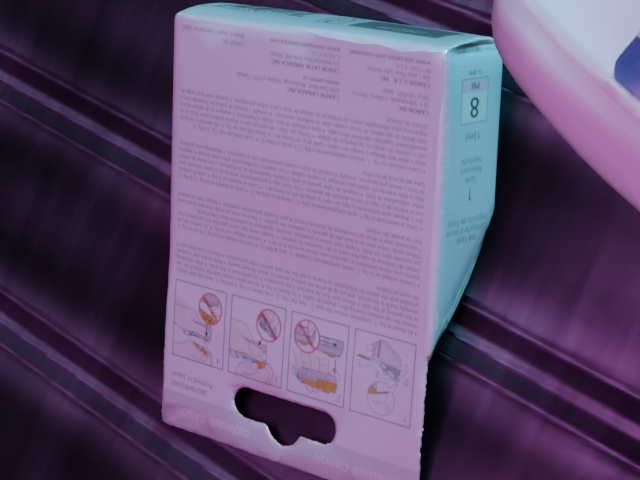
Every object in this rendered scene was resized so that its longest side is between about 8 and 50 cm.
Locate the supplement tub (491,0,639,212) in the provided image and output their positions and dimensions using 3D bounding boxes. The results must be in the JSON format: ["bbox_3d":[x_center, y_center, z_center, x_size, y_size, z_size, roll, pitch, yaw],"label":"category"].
[{"bbox_3d":[0.236,-0.134,0.619,0.316,0.228,0.228,-52,54,18],"label":"supplement tub"}]

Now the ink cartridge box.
[{"bbox_3d":[0.000,0.000,0.911,0.189,0.066,0.232,13,111,39],"label":"ink cartridge box"}]
